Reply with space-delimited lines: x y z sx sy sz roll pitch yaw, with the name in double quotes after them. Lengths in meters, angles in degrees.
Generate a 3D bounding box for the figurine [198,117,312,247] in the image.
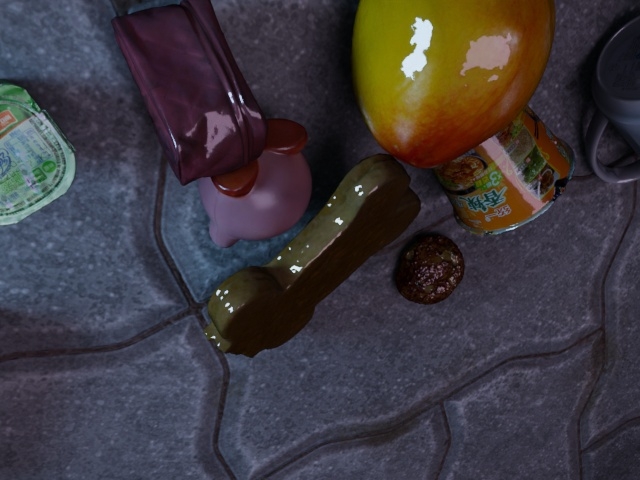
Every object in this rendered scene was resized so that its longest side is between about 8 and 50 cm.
-0.096 -0.078 0.975 0.173 0.173 0.173 -14 124 -22 "figurine"

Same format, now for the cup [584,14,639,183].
0.648 -0.242 1.268 0.323 0.237 0.327 -32 137 31 "cup"

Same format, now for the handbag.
-0.160 -0.190 0.840 0.135 0.225 0.146 -24 169 -15 "handbag"

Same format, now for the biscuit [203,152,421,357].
-0.013 0.028 1.049 0.394 0.076 0.368 -44 162 3 "biscuit"

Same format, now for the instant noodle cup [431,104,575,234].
0.280 -0.152 1.115 0.230 0.230 0.182 -43 119 1 "instant noodle cup"

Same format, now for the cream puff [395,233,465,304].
0.217 0.061 1.282 0.149 0.084 0.149 -14 123 -23 "cream puff"

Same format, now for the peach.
0.179 -0.262 0.935 0.289 0.289 0.308 -9 106 -25 "peach"

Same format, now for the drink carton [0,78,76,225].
-0.387 -0.119 0.803 0.146 0.142 0.144 -34 126 -8 "drink carton"
